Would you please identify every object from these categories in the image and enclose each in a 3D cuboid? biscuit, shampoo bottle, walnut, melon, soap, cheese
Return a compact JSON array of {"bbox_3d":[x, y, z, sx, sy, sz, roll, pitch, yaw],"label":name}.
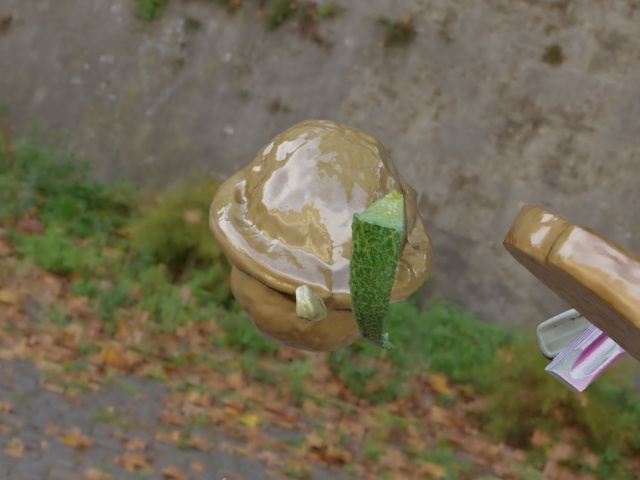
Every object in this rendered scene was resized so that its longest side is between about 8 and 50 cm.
[{"bbox_3d":[0.320,0.097,1.112,0.385,0.062,0.365,39,2,0],"label":"biscuit"},{"bbox_3d":[0.477,0.115,2.117,0.284,0.071,0.153,-15,-13,-39],"label":"shampoo bottle"},{"bbox_3d":[-0.002,0.000,2.148,0.383,0.384,0.383,18,4,-1],"label":"walnut"},{"bbox_3d":[0.061,0.038,1.400,0.053,0.114,0.262,8,-37,7],"label":"melon"},{"bbox_3d":[0.380,0.150,1.857,0.056,0.149,0.100,48,-6,7],"label":"soap"},{"bbox_3d":[-0.014,0.078,1.668,0.030,0.044,0.083,-10,-7,12],"label":"cheese"}]

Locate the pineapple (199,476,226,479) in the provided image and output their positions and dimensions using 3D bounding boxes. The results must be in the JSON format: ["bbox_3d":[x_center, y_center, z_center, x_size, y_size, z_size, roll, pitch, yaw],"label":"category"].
[{"bbox_3d":[-0.186,0.481,2.096,0.114,0.236,0.186,30,32,-3],"label":"pineapple"}]
